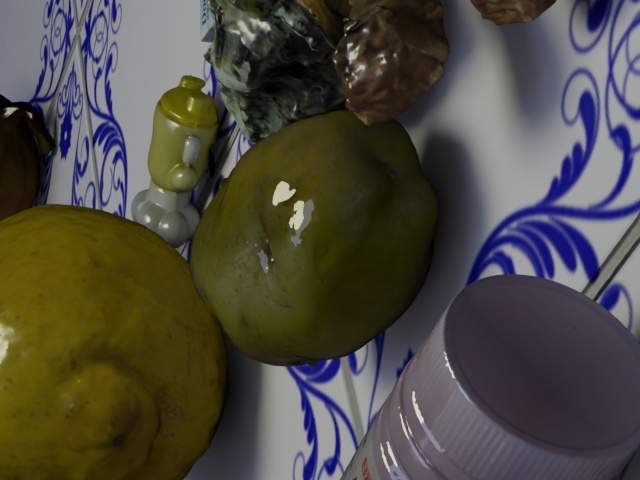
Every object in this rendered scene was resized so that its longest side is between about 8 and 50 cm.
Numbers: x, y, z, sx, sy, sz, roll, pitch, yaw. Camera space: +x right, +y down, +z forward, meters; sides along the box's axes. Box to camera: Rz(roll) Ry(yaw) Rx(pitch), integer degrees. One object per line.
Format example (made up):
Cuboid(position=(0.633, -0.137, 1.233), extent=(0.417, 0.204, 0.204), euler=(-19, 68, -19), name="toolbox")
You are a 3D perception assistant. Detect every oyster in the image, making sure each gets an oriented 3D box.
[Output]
Cuboid(position=(-0.029, -0.117, 1.305), extent=(0.087, 0.199, 0.252), euler=(-61, 19, -17), name="oyster")

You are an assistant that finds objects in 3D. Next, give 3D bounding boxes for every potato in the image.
Cuboid(position=(-0.004, 0.001, 1.249), extent=(0.154, 0.137, 0.200), euler=(53, 138, -3), name="potato")

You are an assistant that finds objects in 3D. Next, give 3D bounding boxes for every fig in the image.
Cuboid(position=(-0.455, -0.110, 2.312), extent=(0.214, 0.235, 0.235), euler=(-65, 29, 30), name="fig")

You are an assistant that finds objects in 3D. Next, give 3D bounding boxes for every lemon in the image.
Cuboid(position=(-0.220, 0.099, 1.605), extent=(0.316, 0.285, 0.285), euler=(31, 118, 34), name="lemon")

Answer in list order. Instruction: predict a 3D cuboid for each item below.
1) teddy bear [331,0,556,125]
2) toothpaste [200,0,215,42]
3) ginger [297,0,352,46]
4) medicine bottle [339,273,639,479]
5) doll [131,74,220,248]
Cuboid(position=(0.030, -0.254, 1.125), extent=(0.246, 0.222, 0.296), euler=(-34, 35, 29), name="teddy bear")
Cuboid(position=(-0.060, -0.325, 1.552), extent=(0.067, 0.081, 0.336), euler=(140, 131, -62), name="toothpaste")
Cuboid(position=(0.025, -0.188, 1.319), extent=(0.205, 0.115, 0.081), euler=(24, 143, 61), name="ginger")
Cuboid(position=(0.080, 0.144, 1.032), extent=(0.249, 0.133, 0.133), euler=(118, 149, -42), name="medicine bottle")
Cuboid(position=(-0.132, -0.068, 1.703), extent=(0.106, 0.062, 0.162), euler=(-115, 36, -59), name="doll")
